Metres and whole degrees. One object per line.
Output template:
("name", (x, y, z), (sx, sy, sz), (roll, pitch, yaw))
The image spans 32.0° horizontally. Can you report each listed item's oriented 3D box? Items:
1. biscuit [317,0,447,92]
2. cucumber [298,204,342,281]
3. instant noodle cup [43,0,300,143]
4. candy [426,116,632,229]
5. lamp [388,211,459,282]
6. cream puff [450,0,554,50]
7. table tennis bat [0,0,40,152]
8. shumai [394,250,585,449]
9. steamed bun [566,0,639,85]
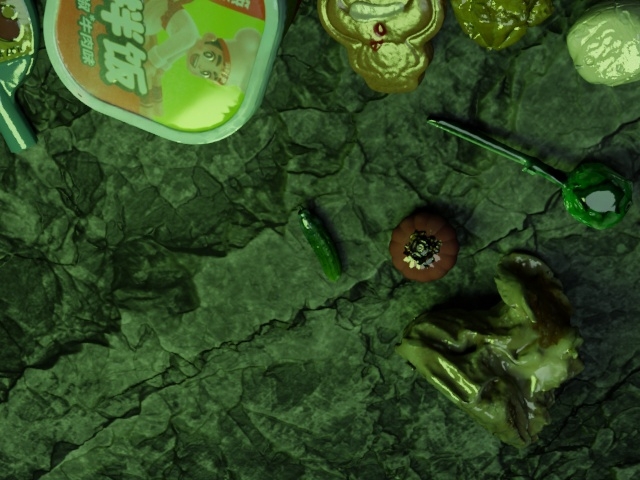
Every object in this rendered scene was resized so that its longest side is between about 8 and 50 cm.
("biscuit", (0.076, -0.325, 1.462), (0.185, 0.044, 0.295), (2, 127, 28))
("cucumber", (0.000, 0.000, 1.721), (0.037, 0.037, 0.155), (-18, 123, 14))
("instant noodle cup", (-0.140, -0.307, 1.330), (0.293, 0.308, 0.294), (8, 122, 12))
("candy", (0.301, -0.113, 1.619), (0.323, 0.097, 0.097), (25, 122, -4))
("lamp", (0.157, 0.010, 1.688), (0.107, 0.092, 0.108), (0, 92, 14))
("cream puff", (0.237, -0.313, 1.445), (0.156, 0.121, 0.156), (-1, 127, -2))
("table tennis bat", (-0.482, -0.269, 1.554), (0.215, 0.044, 0.329), (-14, 121, 10))
("shumai", (0.292, 0.161, 1.760), (0.262, 0.267, 0.314), (-49, 144, -2))
("steamed bun", (0.400, -0.269, 1.484), (0.130, 0.091, 0.113), (-13, 107, 44))
